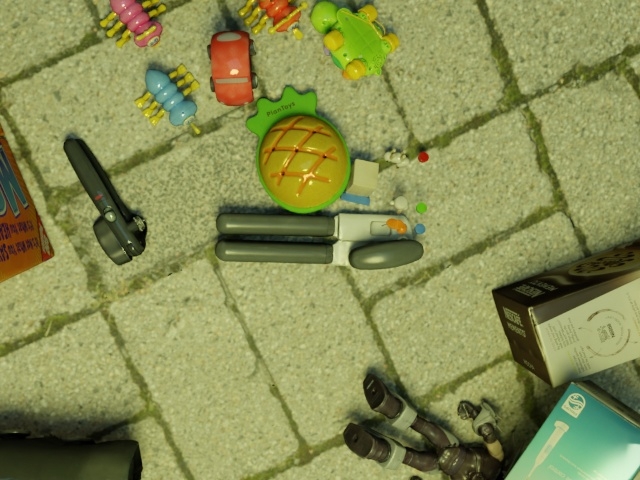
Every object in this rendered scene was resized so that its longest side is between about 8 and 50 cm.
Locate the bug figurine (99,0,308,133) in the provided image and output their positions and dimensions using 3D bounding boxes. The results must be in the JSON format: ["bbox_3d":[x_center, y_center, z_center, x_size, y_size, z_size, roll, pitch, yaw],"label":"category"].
[{"bbox_3d":[-0.165,-0.291,1.167,0.279,0.072,0.216,-43,98,0],"label":"bug figurine"}]

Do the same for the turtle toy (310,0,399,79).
[{"bbox_3d":[0.039,-0.276,1.192,0.095,0.066,0.130,-41,96,-25],"label":"turtle toy"}]

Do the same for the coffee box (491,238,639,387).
[{"bbox_3d":[0.414,0.086,1.216,0.297,0.168,0.118,-19,97,-5],"label":"coffee box"}]

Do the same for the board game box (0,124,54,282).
[{"bbox_3d":[-0.574,-0.063,1.000,0.357,0.356,0.356,-22,96,-3],"label":"board game box"}]

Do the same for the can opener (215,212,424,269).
[{"bbox_3d":[0.000,0.000,1.199,0.284,0.095,0.075,1,94,-13],"label":"can opener"}]

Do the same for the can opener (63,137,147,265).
[{"bbox_3d":[-0.295,-0.056,1.181,0.073,0.059,0.186,-27,98,-2],"label":"can opener"}]

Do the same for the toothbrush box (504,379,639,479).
[{"bbox_3d":[0.312,0.338,1.149,0.126,0.216,0.295,36,96,23],"label":"toothbrush box"}]

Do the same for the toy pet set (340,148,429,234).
[{"bbox_3d":[0.086,-0.067,1.218,0.114,0.065,0.122,11,71,-13],"label":"toy pet set"}]

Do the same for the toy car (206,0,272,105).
[{"bbox_3d":[-0.140,-0.311,1.090,0.225,0.053,0.239,28,105,-8],"label":"toy car"}]

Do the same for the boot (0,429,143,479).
[{"bbox_3d":[-0.446,0.284,1.048,0.446,0.367,0.146,10,78,-5],"label":"boot"}]

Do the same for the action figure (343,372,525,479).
[{"bbox_3d":[0.173,0.303,1.248,0.285,0.099,0.185,32,84,-23],"label":"action figure"}]

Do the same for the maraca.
[{"bbox_3d":[-0.031,-0.124,1.188,0.127,0.099,0.185,-23,73,0],"label":"maraca"}]
